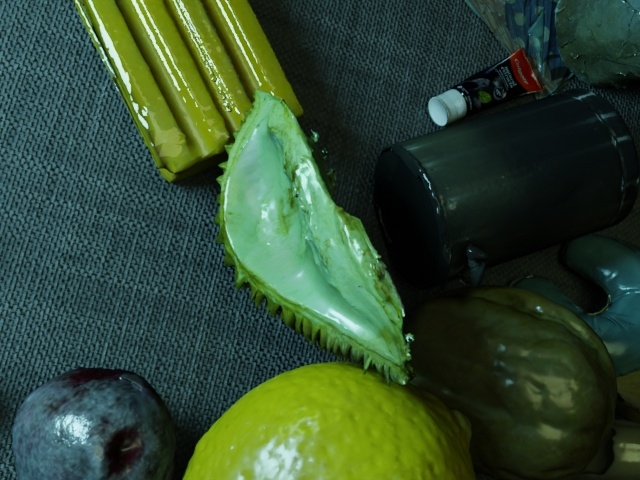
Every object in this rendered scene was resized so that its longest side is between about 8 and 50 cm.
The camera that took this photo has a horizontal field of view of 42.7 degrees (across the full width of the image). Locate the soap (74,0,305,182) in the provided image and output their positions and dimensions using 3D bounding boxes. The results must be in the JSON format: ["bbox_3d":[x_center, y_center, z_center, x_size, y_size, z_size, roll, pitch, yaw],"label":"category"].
[{"bbox_3d":[-0.182,-0.255,1.049,0.204,0.096,0.324,-25,89,-20],"label":"soap"}]

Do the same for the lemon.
[{"bbox_3d":[0.006,0.293,0.899,0.336,0.336,0.336,3,80,-17],"label":"lemon"}]

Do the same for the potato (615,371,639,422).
[{"bbox_3d":[0.491,0.195,1.192,0.200,0.081,0.164,-27,54,-17],"label":"potato"}]

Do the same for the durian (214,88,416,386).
[{"bbox_3d":[0.009,0.001,0.925,0.163,0.198,0.394,3,43,-38],"label":"durian"}]

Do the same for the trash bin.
[{"bbox_3d":[0.239,-0.072,1.099,0.302,0.203,0.252,-18,47,-18],"label":"trash bin"}]

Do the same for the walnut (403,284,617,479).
[{"bbox_3d":[0.229,0.186,1.035,0.283,0.283,0.227,63,27,0],"label":"walnut"}]

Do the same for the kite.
[{"bbox_3d":[0.351,-0.387,1.286,0.406,0.014,0.368,7,79,-17],"label":"kite"}]

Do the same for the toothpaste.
[{"bbox_3d":[0.246,-0.226,1.211,0.193,0.045,0.071,-25,91,-23],"label":"toothpaste"}]

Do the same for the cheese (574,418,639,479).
[{"bbox_3d":[0.451,0.319,1.134,0.286,0.163,0.082,24,60,-29],"label":"cheese"}]

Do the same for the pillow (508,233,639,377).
[{"bbox_3d":[0.402,0.088,1.167,0.233,0.086,0.214,-36,66,-21],"label":"pillow"}]

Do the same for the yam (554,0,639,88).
[{"bbox_3d":[0.522,-0.321,1.154,0.241,0.348,0.241,-3,96,-29],"label":"yam"}]

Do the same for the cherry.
[{"bbox_3d":[-0.243,0.233,0.901,0.195,0.195,0.195,3,80,-17],"label":"cherry"}]
